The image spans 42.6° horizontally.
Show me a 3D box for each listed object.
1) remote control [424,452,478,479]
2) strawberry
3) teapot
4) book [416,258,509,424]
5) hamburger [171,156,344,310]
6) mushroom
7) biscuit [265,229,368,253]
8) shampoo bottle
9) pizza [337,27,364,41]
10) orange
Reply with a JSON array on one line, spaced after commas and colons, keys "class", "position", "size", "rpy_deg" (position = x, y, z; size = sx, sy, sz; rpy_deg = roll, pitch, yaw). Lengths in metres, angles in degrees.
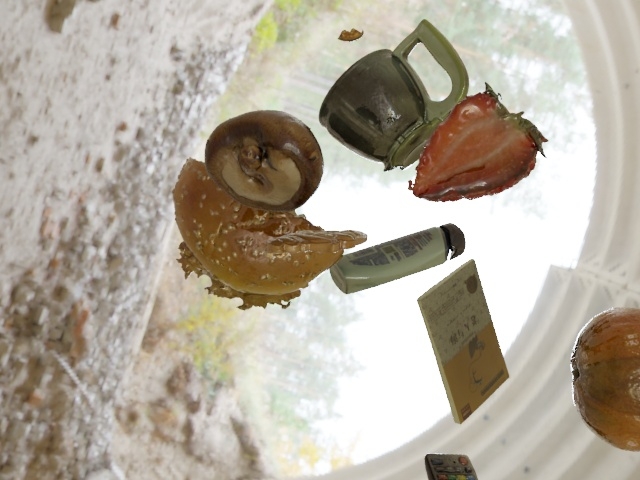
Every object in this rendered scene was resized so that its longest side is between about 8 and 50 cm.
[{"class": "remote control", "position": [0.346, 0.654, 1.877], "size": [0.399, 0.144, 0.062], "rpy_deg": [-107, -151, -54]}, {"class": "strawberry", "position": [0.250, -0.120, 1.315], "size": [0.228, 0.174, 0.098], "rpy_deg": [-51, 167, -15]}, {"class": "teapot", "position": [0.183, -0.306, 1.889], "size": [0.321, 0.239, 0.239], "rpy_deg": [-40, 163, -10]}, {"class": "book", "position": [0.403, 0.277, 2.286], "size": [0.032, 0.389, 0.269], "rpy_deg": [-2, -157, 48]}, {"class": "hamburger", "position": [-0.175, 0.011, 1.925], "size": [0.287, 0.445, 0.268], "rpy_deg": [-62, -176, -3]}, {"class": "mushroom", "position": [-0.094, -0.149, 1.489], "size": [0.194, 0.231, 0.138], "rpy_deg": [57, 44, -55]}, {"class": "biscuit", "position": [0.000, 0.000, 1.516], "size": [0.162, 0.250, 0.035], "rpy_deg": [11, -79, 43]}, {"class": "shampoo bottle", "position": [0.209, 0.046, 2.114], "size": [0.134, 0.359, 0.078], "rpy_deg": [-130, -151, -52]}, {"class": "pizza", "position": [0.080, -0.542, 2.171], "size": [0.037, 0.083, 0.016], "rpy_deg": [67, -26, 8]}, {"class": "orange", "position": [0.512, 0.233, 1.385], "size": [0.240, 0.171, 0.240], "rpy_deg": [-1, 90, -89]}]
